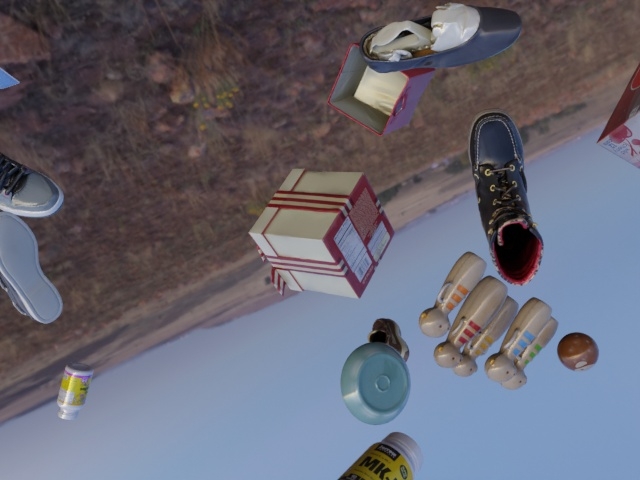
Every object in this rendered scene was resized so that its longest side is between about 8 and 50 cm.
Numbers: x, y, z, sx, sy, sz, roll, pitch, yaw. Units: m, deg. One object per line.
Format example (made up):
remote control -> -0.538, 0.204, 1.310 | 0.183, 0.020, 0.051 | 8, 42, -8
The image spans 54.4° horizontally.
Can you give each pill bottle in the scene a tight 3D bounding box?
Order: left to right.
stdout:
pill bottle -> -0.395, 0.242, 0.998 | 0.043, 0.083, 0.043 | 16, -176, -1
pill bottle -> 0.120, 0.495, 1.288 | 0.119, 0.119, 0.208 | -29, 180, 43

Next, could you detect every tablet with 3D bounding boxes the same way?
tablet -> -0.703, -0.358, 1.348 | 0.054, 0.006, 0.083 | -12, 156, 17

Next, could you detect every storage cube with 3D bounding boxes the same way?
storage cube -> 0.168, -0.427, 1.715 | 0.193, 0.215, 0.183 | -31, 152, -52

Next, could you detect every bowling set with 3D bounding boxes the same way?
bowling set -> 0.263, 0.152, 0.876 | 0.154, 0.200, 0.287 | -56, 143, -1

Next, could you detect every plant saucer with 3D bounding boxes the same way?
plant saucer -> 0.086, 0.207, 0.904 | 0.119, 0.119, 0.021 | -25, -179, -28

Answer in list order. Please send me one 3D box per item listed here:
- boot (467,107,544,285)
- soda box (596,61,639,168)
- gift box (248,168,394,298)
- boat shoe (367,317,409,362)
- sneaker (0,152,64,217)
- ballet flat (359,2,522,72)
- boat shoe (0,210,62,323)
boot -> 0.445, -0.102, 1.504 | 0.138, 0.377, 0.284 | -6, -149, 9
soda box -> 0.386, -0.193, 0.623 | 0.263, 0.083, 0.092 | -57, 177, -13
gift box -> 0.000, 0.000, 1.534 | 0.258, 0.276, 0.255 | 7, -132, 37
boat shoe -> 0.192, 0.294, 1.910 | 0.095, 0.095, 0.257 | -66, -165, 8
sneaker -> -0.687, -0.156, 1.284 | 0.178, 0.296, 0.123 | 102, 11, -72
ballet flat -> 0.132, -0.243, 0.746 | 0.203, 0.074, 0.074 | 0, -165, 37
boat shoe -> -0.300, 0.027, 0.619 | 0.038, 0.125, 0.046 | 6, -142, 31
